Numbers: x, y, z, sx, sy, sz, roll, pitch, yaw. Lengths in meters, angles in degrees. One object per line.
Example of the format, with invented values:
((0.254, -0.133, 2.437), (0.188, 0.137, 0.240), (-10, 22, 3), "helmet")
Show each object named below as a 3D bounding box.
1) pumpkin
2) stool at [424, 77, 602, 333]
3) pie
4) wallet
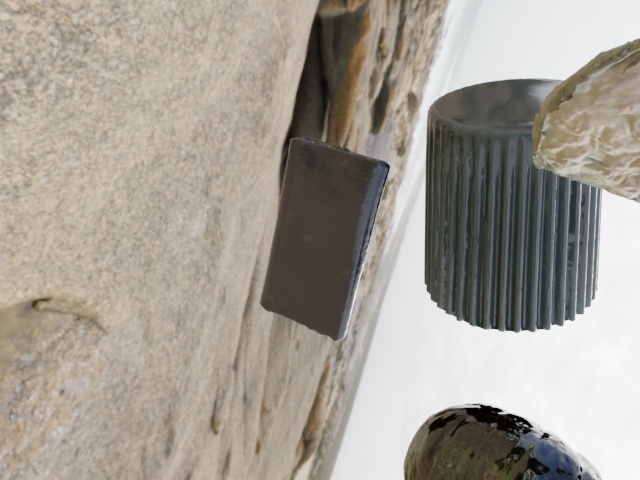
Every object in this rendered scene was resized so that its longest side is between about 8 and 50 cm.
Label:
((0.208, 0.280, 0.552), (0.159, 0.237, 0.238), (-53, 165, -22), "pumpkin")
((0.310, -0.067, 0.833), (0.297, 0.296, 0.330), (-60, 146, -51), "stool")
((0.280, -0.085, 0.377), (0.185, 0.218, 0.052), (98, 11, -68), "pie")
((0.000, 0.000, 0.852), (0.044, 0.170, 0.322), (-36, 141, -64), "wallet")
